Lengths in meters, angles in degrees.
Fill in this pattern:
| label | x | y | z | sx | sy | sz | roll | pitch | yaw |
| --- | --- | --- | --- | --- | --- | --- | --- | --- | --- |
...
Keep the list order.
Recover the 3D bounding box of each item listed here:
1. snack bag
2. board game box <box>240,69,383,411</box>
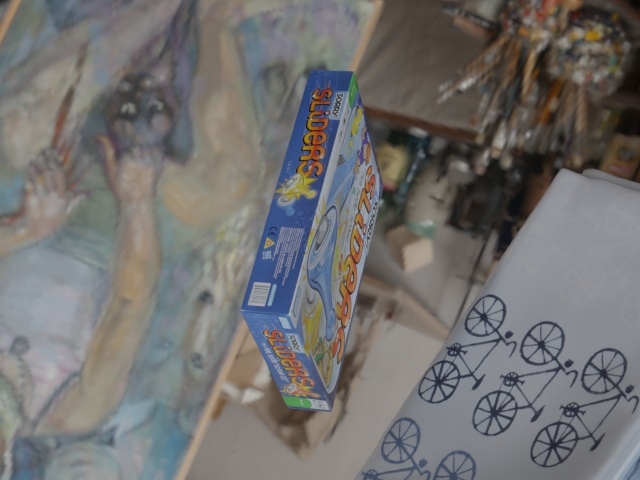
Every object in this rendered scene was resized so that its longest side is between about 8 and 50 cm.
| label | x | y | z | sx | sy | sz | roll | pitch | yaw |
| --- | --- | --- | --- | --- | --- | --- | --- | --- | --- |
| snack bag | 0.191 | 0.114 | 0.658 | 0.342 | 0.323 | 0.037 | 25 | 164 | 51 |
| board game box | 0.000 | 0.000 | 0.788 | 0.035 | 0.201 | 0.136 | 4 | 147 | 16 |
